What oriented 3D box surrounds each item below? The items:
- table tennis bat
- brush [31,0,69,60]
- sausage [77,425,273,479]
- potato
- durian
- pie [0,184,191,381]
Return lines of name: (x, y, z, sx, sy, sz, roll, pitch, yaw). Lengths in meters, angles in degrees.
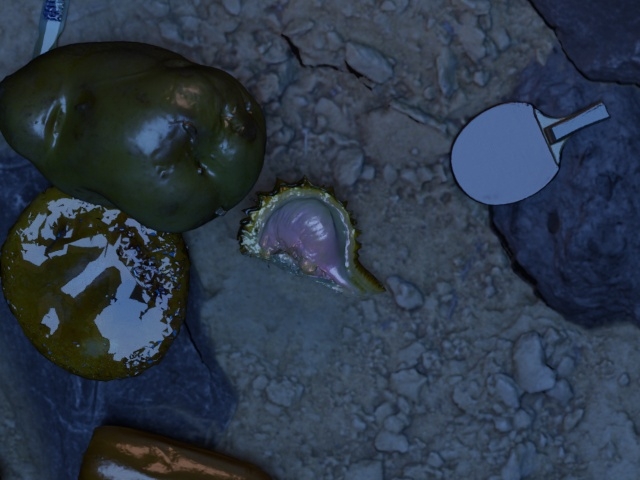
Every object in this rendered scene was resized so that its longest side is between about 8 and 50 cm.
table tennis bat: (0.275, -0.128, 1.661, 0.220, 0.019, 0.130, -25, 99, 4)
brush: (-0.344, -0.266, 1.608, 0.033, 0.030, 0.179, 12, 99, -14)
sausage: (-0.160, 0.334, 1.681, 0.328, 0.112, 0.112, 17, 99, -6)
potato: (-0.237, -0.140, 1.546, 0.351, 0.202, 0.218, 19, 78, 12)
durian: (-0.007, 0.004, 1.648, 0.224, 0.078, 0.140, 38, 84, -18)
pie: (-0.289, 0.051, 1.644, 0.273, 0.069, 0.273, 0, 99, -2)
